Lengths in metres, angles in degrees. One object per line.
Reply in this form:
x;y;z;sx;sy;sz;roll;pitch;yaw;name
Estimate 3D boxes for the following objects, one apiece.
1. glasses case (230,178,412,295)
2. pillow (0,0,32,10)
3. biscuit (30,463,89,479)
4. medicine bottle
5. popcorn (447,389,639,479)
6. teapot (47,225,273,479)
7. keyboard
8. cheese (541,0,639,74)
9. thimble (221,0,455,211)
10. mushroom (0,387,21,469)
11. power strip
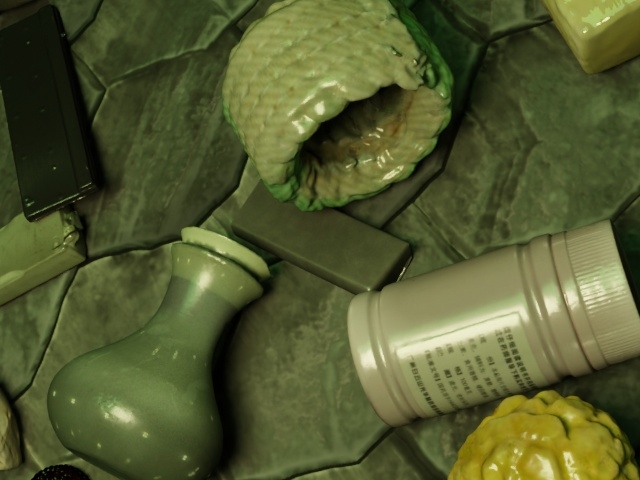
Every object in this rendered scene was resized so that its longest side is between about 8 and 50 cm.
-0.001;-0.001;1.168;0.190;0.042;0.072;25;77;28;glasses case
-0.482;-0.424;1.494;0.228;0.101;0.326;-19;64;20;pillow
-0.284;0.282;1.203;0.089;0.027;0.087;-13;67;19;biscuit
0.160;0.075;1.020;0.249;0.133;0.133;-20;66;17;medicine bottle
0.190;0.217;0.952;0.180;0.170;0.180;-35;24;18;popcorn
-0.151;0.116;1.130;0.183;0.183;0.251;16;69;27;teapot
-0.331;-0.161;1.353;0.101;0.018;0.310;-26;56;7;keyboard
0.303;-0.330;1.102;0.242;0.124;0.266;-31;64;16;cheese
0.017;-0.144;1.109;0.219;0.219;0.150;-34;61;10;thimble
-0.406;0.182;1.251;0.212;0.097;0.088;43;125;24;mushroom
-0.395;0.044;1.320;0.286;0.048;0.080;-28;58;12;power strip
